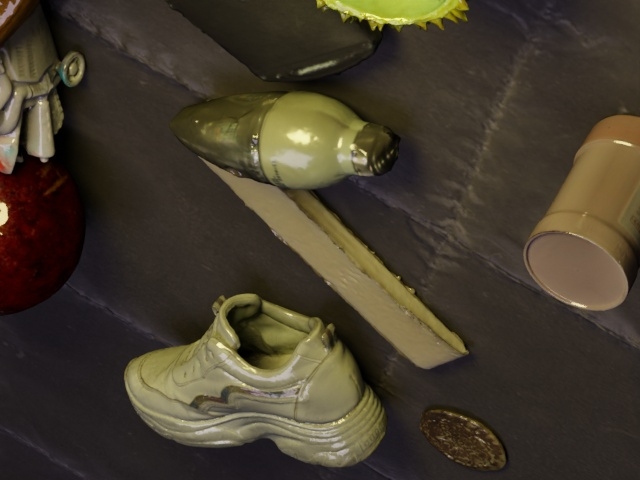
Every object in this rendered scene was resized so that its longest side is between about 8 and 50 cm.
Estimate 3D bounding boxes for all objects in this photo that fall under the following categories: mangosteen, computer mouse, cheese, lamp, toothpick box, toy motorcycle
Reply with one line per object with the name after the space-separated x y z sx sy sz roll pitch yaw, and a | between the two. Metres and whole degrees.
-0.367 -0.019 2.050 0.215 0.215 0.257 28 -177 10 | mangosteen
-0.067 -0.256 1.590 0.168 0.087 0.295 -11 139 39 | computer mouse
0.001 -0.001 1.898 0.400 0.034 0.085 45 150 -14 | cheese
-0.039 -0.101 1.742 0.250 0.101 0.101 11 140 30 | lamp
0.249 -0.025 1.541 0.098 0.149 0.098 23 145 17 | toothpick box
-0.342 -0.175 1.850 0.110 0.171 0.260 19 142 24 | toy motorcycle

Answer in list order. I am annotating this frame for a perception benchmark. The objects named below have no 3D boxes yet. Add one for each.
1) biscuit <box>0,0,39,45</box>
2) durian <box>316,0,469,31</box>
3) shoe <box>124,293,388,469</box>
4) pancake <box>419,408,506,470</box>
-0.424 -0.298 1.719 0.367 0.063 0.314 -40 94 23 | biscuit
0.055 -0.285 1.359 0.200 0.176 0.237 4 132 52 | durian
-0.096 0.139 2.081 0.342 0.132 0.211 7 134 30 | shoe
0.164 0.233 2.067 0.115 0.011 0.115 23 145 17 | pancake
